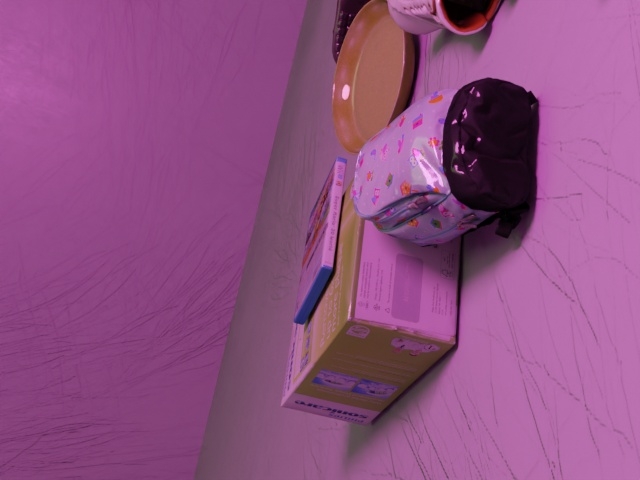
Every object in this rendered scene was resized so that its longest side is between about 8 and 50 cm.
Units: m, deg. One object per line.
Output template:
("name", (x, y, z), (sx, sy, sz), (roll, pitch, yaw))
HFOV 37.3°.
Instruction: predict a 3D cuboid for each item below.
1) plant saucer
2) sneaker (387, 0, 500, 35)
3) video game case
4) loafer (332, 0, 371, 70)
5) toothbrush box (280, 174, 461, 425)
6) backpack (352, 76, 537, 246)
("plant saucer", (0.084, -0.248, 1.451), (0.241, 0.037, 0.241), (-174, 90, -66))
("sneaker", (0.143, -0.289, 1.128), (0.290, 0.106, 0.123), (146, 139, -72))
("video game case", (0.000, 0.000, 1.109), (0.119, 0.015, 0.166), (115, 166, -50))
("loafer", (0.084, -0.460, 1.565), (0.130, 0.134, 0.366), (-103, 28, -72))
("toothbrush box", (0.055, 0.068, 1.103), (0.283, 0.122, 0.206), (119, 162, -59))
("backpack", (0.115, -0.068, 0.918), (0.182, 0.115, 0.152), (-31, 39, 54))
